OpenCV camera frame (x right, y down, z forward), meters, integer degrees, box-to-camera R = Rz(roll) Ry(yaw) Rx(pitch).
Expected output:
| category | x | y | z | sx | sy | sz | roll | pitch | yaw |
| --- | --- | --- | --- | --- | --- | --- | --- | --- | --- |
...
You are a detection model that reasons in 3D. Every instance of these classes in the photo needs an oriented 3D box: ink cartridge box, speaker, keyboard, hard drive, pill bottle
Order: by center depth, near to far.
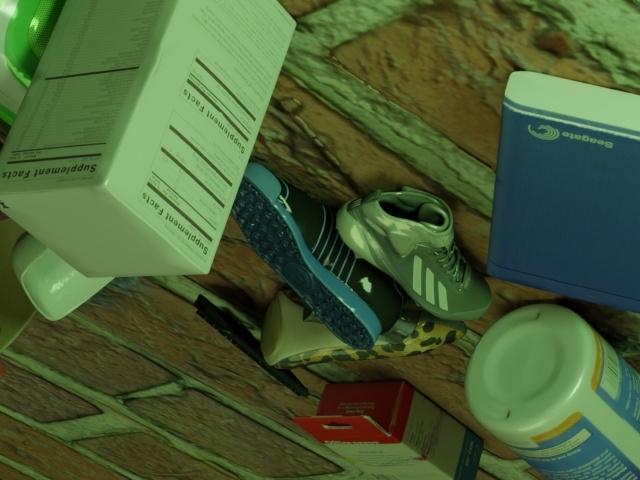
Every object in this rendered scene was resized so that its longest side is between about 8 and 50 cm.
| category | x | y | z | sx | sy | sz | roll | pitch | yaw |
| --- | --- | --- | --- | --- | --- | --- | --- | --- | --- |
| speaker | -0.216 | -0.139 | 1.400 | 0.131 | 0.131 | 0.296 | -5 | 146 | 41 |
| hard drive | 0.258 | -0.028 | 1.415 | 0.210 | 0.040 | 0.319 | 14 | 155 | 10 |
| pill bottle | 0.284 | 0.193 | 1.719 | 0.152 | 0.152 | 0.272 | -4 | 147 | 39 |
| keyboard | -0.088 | 0.125 | 1.923 | 0.180 | 0.023 | 0.108 | 44 | 180 | -44 |
| ink cartridge box | 0.086 | 0.243 | 2.038 | 0.134 | 0.078 | 0.231 | -7 | 145 | 41 |

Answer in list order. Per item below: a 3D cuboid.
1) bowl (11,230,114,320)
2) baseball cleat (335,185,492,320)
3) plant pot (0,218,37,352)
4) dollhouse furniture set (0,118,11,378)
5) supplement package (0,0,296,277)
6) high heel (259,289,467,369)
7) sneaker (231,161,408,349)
| category | x | y | z | sx | sy | sz | roll | pitch | yaw |
| --- | --- | --- | --- | --- | --- | --- | --- | --- | --- |
| bowl | -0.272 | 0.009 | 1.754 | 0.053 | 0.142 | 0.142 | 45 | 168 | 26 |
| baseball cleat | 0.112 | 0.016 | 1.569 | 0.206 | 0.072 | 0.109 | 29 | 147 | -30 |
| plant pot | -0.456 | 0.015 | 1.762 | 0.191 | 0.284 | 0.284 | 42 | 165 | 25 |
| dollhouse furniture set | -0.339 | -0.018 | 1.446 | 0.152 | 0.374 | 0.201 | -10 | 142 | 38 |
| supplement package | -0.139 | -0.107 | 1.276 | 0.139 | 0.244 | 0.134 | -2 | 148 | 37 |
| high heel | 0.040 | 0.108 | 1.801 | 0.186 | 0.093 | 0.261 | 11 | 165 | -17 |
| sneaker | 0.000 | 0.000 | 1.613 | 0.081 | 0.090 | 0.232 | -16 | 118 | 52 |
